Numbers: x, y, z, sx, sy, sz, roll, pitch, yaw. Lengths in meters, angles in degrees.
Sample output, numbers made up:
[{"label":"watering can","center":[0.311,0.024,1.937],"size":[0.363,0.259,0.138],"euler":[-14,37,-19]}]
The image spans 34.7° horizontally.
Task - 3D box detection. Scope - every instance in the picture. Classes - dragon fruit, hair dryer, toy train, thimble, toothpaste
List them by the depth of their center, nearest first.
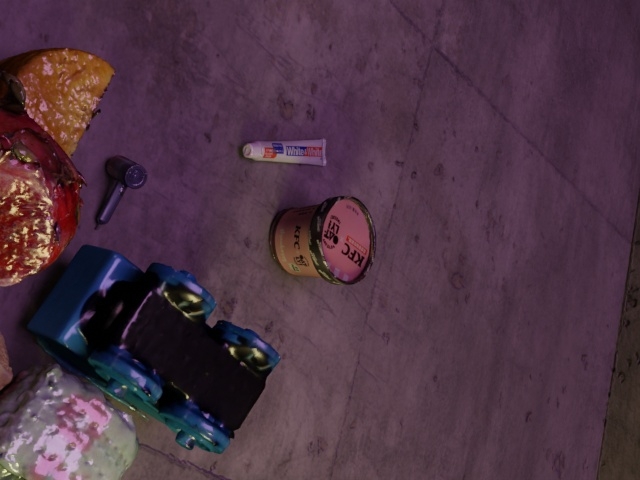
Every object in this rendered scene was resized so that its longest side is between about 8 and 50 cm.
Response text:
[{"label":"dragon fruit","center":[-0.397,-0.049,1.221],"size":[0.147,0.211,0.282],"euler":[-85,-173,-58]},{"label":"thimble","center":[-0.344,0.259,1.304],"size":[0.149,0.185,0.211],"euler":[-58,151,-33]},{"label":"toy train","center":[-0.221,0.153,1.402],"size":[0.300,0.265,0.188],"euler":[46,66,-37]},{"label":"hair dryer","center":[-0.302,-0.066,1.497],"size":[0.037,0.063,0.114],"euler":[30,87,-43]},{"label":"toothpaste","center":[-0.057,-0.156,1.792],"size":[0.218,0.033,0.052],"euler":[-5,94,-53]}]

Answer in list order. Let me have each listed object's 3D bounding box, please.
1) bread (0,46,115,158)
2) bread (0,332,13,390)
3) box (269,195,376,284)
[{"label":"bread","center":[-0.375,-0.171,1.347],"size":[0.139,0.143,0.229],"euler":[44,53,-38]},{"label":"bread","center":[-0.518,0.120,1.249],"size":[0.178,0.135,0.240],"euler":[-39,121,-6]},{"label":"box","center":[0.000,0.000,1.762],"size":[0.151,0.135,0.151],"euler":[0,90,-49]}]
